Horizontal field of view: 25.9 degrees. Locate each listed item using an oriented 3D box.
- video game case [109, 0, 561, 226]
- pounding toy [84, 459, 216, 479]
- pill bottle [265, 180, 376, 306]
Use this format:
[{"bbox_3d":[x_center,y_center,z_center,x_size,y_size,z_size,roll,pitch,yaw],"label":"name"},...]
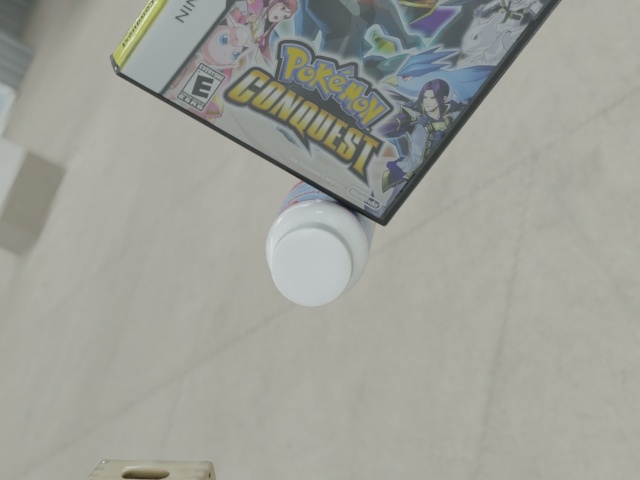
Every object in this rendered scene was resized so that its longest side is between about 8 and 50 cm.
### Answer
[{"bbox_3d":[0.018,-0.168,1.078,0.248,0.274,0.035,-53,30,15],"label":"video game case"},{"bbox_3d":[-0.129,0.263,1.243,0.100,0.141,0.130,-54,-42,-63],"label":"pounding toy"},{"bbox_3d":[0.000,0.000,1.186,0.087,0.087,0.160,-57,4,16],"label":"pill bottle"}]
